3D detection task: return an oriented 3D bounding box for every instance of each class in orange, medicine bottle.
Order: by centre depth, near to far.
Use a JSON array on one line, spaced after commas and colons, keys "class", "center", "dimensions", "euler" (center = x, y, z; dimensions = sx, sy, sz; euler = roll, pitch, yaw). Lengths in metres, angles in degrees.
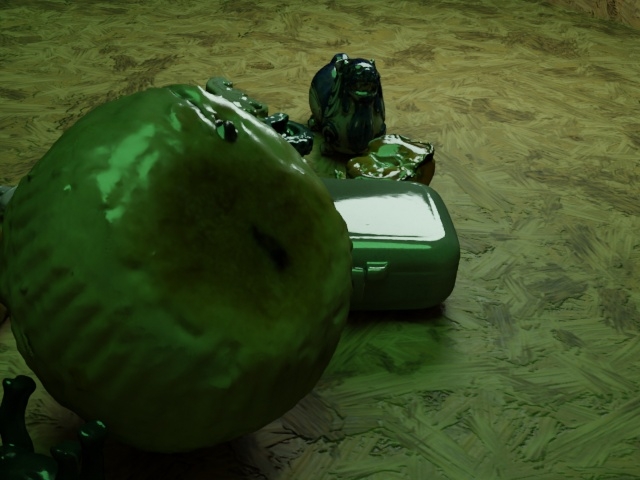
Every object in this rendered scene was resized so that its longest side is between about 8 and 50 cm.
[{"class": "medicine bottle", "center": [0.000, 0.000, 1.408], "dimensions": [0.375, 0.123, 0.282], "euler": [2, 26, -5]}, {"class": "orange", "center": [0.114, -0.103, 1.643], "dimensions": [0.170, 0.112, 0.160], "euler": [-15, 35, 15]}]

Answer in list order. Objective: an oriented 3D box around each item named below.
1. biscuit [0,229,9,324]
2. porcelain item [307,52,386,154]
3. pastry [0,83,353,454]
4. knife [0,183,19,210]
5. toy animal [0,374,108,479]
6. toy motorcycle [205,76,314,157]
[{"class": "biscuit", "center": [-0.520, -0.006, 1.233], "dimensions": [0.326, 0.107, 0.325], "euler": [33, 22, -16]}, {"class": "porcelain item", "center": [0.050, -0.275, 1.892], "dimensions": [0.138, 0.186, 0.288], "euler": [-1, 26, -5]}, {"class": "pastry", "center": [-0.159, 0.035, 1.068], "dimensions": [0.389, 0.313, 0.388], "euler": [17, 57, -28]}, {"class": "knife", "center": [-0.423, -0.116, 1.677], "dimensions": [0.132, 0.038, 0.398], "euler": [11, 26, 9]}, {"class": "toy animal", "center": [-0.294, 0.215, 0.927], "dimensions": [0.245, 0.146, 0.114], "euler": [26, 28, 35]}, {"class": "toy motorcycle", "center": [-0.195, -0.162, 1.665], "dimensions": [0.237, 0.168, 0.410], "euler": [26, 29, 26]}]
